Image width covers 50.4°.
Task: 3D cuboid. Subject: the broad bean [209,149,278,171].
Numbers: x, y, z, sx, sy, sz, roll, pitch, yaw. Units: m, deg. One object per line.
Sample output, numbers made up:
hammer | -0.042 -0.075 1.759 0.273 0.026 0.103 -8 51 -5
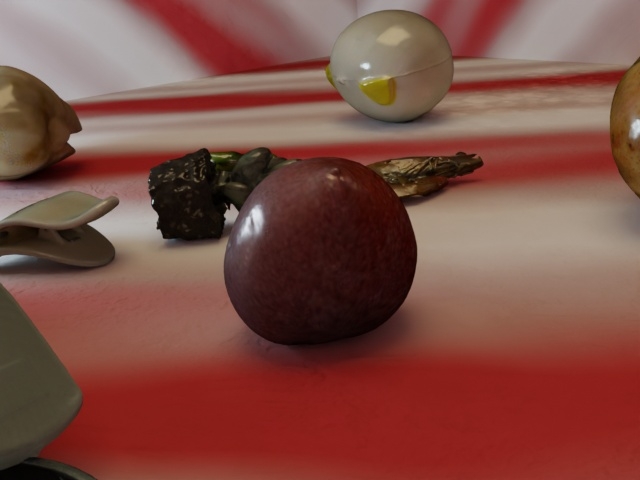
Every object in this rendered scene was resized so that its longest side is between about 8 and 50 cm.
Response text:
broad bean | -0.197 -0.185 1.589 0.213 0.048 0.070 1 21 8

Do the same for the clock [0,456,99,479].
clock | -0.271 0.263 0.438 0.318 0.066 0.319 -5 21 2

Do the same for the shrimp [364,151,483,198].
shrimp | 0.188 -0.122 1.314 0.287 0.063 0.152 -10 24 -4

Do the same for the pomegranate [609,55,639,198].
pomegranate | 0.587 -0.171 1.022 0.322 0.322 0.322 -5 21 2

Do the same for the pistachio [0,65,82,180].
pistachio | -0.783 -0.287 1.674 0.365 0.281 0.445 9 9 -37

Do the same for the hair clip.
hair clip | -0.455 -0.020 1.138 0.282 0.113 0.172 3 22 22

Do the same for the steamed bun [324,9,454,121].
steamed bun | 0.200 -0.495 1.931 0.334 0.334 0.374 -14 24 -22

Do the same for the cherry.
cherry | -0.001 0.002 0.809 0.239 0.239 0.206 -8 24 -8

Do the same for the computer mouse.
computer mouse | -0.313 0.102 0.589 0.231 0.079 0.128 48 38 16

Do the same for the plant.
plant | -0.160 -0.086 1.203 0.274 0.149 0.146 -13 38 -12
